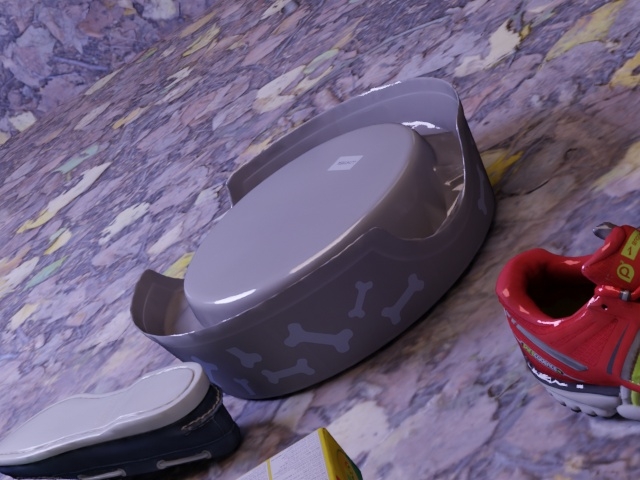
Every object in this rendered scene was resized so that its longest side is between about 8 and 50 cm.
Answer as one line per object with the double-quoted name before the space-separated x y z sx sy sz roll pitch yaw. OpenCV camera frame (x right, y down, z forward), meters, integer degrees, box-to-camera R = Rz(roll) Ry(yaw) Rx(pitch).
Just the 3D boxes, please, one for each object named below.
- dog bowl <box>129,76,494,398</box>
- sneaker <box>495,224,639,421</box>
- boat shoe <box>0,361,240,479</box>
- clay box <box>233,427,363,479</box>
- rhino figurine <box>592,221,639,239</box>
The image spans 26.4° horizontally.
"dog bowl" 0.000 0.000 1.209 0.349 0.102 0.349 -30 22 14
"sneaker" 0.203 0.044 0.778 0.279 0.118 0.107 -6 37 52
"boat shoe" -0.178 0.170 1.157 0.254 0.079 0.095 -21 23 29
"clay box" -0.022 0.216 0.765 0.127 0.053 0.222 -32 30 9
"rhino figurine" 0.254 -0.012 0.859 0.106 0.073 0.243 -29 2 -24
